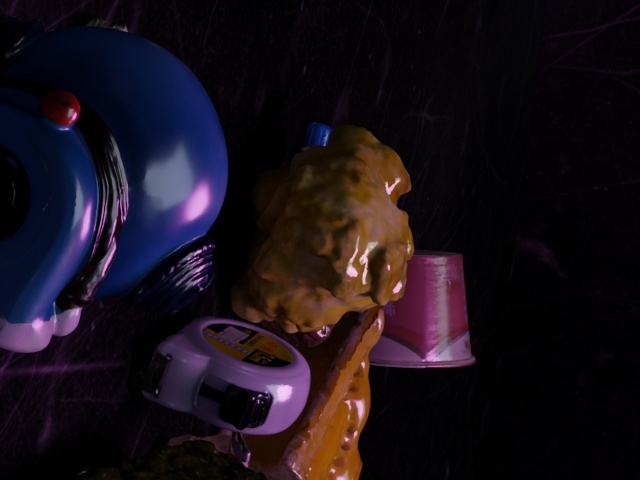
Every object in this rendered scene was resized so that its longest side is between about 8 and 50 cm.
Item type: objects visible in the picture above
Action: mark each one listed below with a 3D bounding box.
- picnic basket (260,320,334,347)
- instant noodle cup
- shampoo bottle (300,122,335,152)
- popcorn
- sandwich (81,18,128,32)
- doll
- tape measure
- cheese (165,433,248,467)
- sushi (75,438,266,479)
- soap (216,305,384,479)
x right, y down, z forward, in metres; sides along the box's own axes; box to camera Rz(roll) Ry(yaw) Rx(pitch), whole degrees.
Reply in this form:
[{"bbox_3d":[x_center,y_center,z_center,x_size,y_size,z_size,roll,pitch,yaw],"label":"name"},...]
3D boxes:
[{"bbox_3d":[-0.013,0.059,2.243,0.055,0.110,0.193,58,44,-43],"label":"picnic basket"},{"bbox_3d":[0.136,0.106,2.583,0.235,0.234,0.178,-7,99,-72],"label":"instant noodle cup"},{"bbox_3d":[-0.014,-0.068,2.228,0.087,0.050,0.183,36,67,-75],"label":"shampoo bottle"},{"bbox_3d":[0.000,0.000,2.074,0.250,0.235,0.242,-40,-174,41],"label":"popcorn"},{"bbox_3d":[-0.209,-0.165,1.555,0.105,0.035,0.093,23,79,-74],"label":"sandwich"},{"bbox_3d":[-0.207,-0.055,1.299,0.240,0.284,0.310,-37,177,16],"label":"doll"},{"bbox_3d":[-0.105,0.168,1.887,0.196,0.178,0.105,-24,136,-69],"label":"tape measure"},{"bbox_3d":[-0.168,0.305,1.948,0.286,0.082,0.163,40,63,-70],"label":"cheese"},{"bbox_3d":[-0.180,0.379,1.695,0.352,0.178,0.294,-13,130,-62],"label":"sushi"},{"bbox_3d":[-0.013,0.285,2.290,0.304,0.169,0.339,86,25,-43],"label":"soap"}]
